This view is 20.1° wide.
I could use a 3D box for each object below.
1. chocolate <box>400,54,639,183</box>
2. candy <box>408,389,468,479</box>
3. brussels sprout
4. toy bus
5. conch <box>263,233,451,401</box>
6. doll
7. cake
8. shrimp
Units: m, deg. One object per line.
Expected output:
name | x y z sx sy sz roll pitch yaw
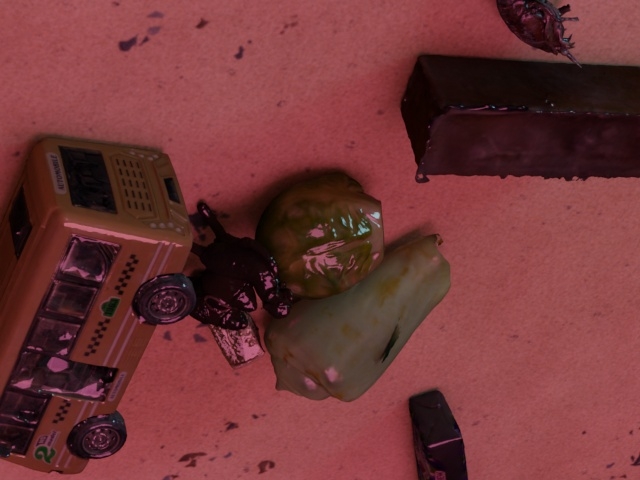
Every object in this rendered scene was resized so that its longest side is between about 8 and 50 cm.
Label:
chocolate | 0.236 -0.139 1.998 0.321 0.112 0.112 -1 134 -24
candy | 0.166 0.331 2.444 0.061 0.088 0.312 -18 137 -6
brussels sprout | 0.001 0.004 2.033 0.155 0.117 0.155 -3 132 -4
toy bus | -0.277 0.074 1.949 0.201 0.177 0.365 11 124 -26
conch | 0.050 0.103 2.169 0.250 0.137 0.143 -34 112 -15
doll | -0.104 0.045 2.007 0.057 0.165 0.139 -35 153 -52
cake | -0.114 0.083 2.131 0.051 0.055 0.140 -24 120 3
shrimp | 0.240 -0.237 1.940 0.065 0.057 0.165 -45 136 13
